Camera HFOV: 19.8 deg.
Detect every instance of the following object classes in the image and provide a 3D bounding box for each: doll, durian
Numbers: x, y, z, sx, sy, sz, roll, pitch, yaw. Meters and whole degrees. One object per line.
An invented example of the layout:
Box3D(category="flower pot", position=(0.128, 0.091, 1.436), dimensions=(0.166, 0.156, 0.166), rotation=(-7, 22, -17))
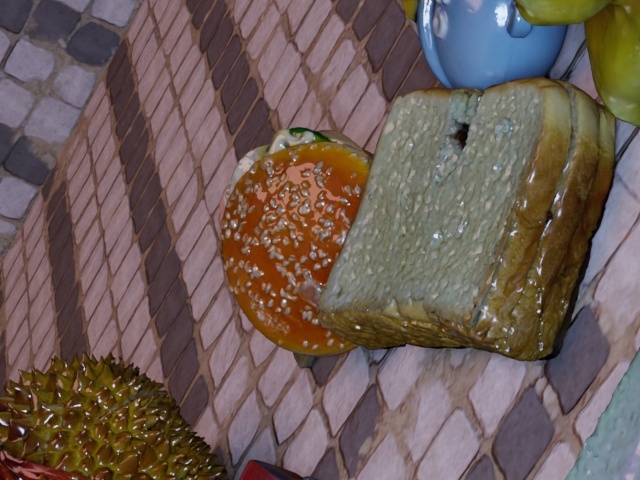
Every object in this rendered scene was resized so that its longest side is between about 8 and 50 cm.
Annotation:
Box3D(category="doll", position=(0.150, -0.223, 1.749), dimensions=(0.314, 0.141, 0.177), rotation=(-140, 55, -74))
Box3D(category="durian", position=(-0.245, 0.306, 1.917), dimensions=(0.347, 0.347, 0.384), rotation=(-140, 44, -68))

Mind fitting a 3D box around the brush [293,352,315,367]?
Box3D(category="brush", position=(0.037, 0.009, 1.907), dimensions=(0.282, 0.048, 0.054), rotation=(-60, 22, 20))

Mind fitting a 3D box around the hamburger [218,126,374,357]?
Box3D(category="hamburger", position=(-0.002, 0.004, 1.804), dimensions=(0.237, 0.147, 0.237), rotation=(-6, 82, 44))

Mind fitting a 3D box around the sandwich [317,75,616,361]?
Box3D(category="sandwich", position=(0.131, -0.021, 1.598), dimensions=(0.273, 0.095, 0.249), rotation=(1, 68, 59))

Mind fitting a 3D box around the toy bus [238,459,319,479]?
Box3D(category="toy bus", position=(-0.023, 0.259, 1.738), dimensions=(0.065, 0.077, 0.192), rotation=(-70, 20, -2))

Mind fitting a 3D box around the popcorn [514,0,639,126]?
Box3D(category="popcorn", position=(0.225, -0.293, 1.468), dimensions=(0.321, 0.290, 0.325), rotation=(-60, -7, 26))

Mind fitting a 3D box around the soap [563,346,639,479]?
Box3D(category="soap", position=(0.309, 0.079, 1.040), dimensions=(0.446, 0.156, 0.261), rotation=(-62, 21, 9))
